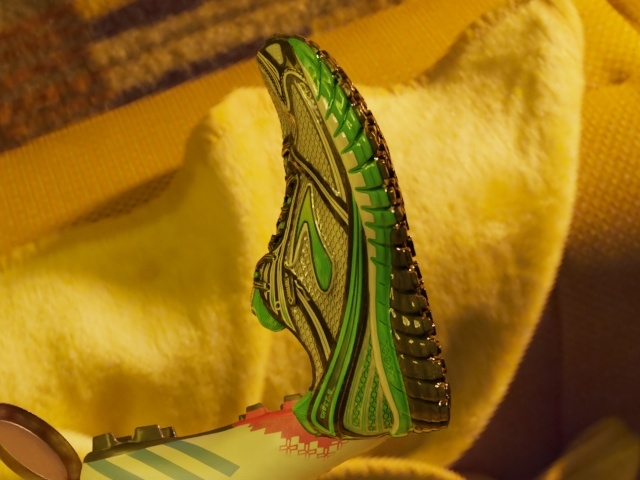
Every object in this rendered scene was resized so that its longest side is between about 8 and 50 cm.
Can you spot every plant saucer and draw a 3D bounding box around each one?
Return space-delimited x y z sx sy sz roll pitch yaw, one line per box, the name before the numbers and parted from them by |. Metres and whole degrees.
plant saucer | -0.410 0.297 1.767 0.029 0.168 0.168 -51 135 8

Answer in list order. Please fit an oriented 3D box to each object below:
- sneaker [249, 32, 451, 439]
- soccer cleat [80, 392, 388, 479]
sneaker | 0.000 0.000 1.004 0.146 0.343 0.134 -14 179 6
soccer cleat | -0.073 0.236 1.220 0.331 0.143 0.116 -13 168 12
